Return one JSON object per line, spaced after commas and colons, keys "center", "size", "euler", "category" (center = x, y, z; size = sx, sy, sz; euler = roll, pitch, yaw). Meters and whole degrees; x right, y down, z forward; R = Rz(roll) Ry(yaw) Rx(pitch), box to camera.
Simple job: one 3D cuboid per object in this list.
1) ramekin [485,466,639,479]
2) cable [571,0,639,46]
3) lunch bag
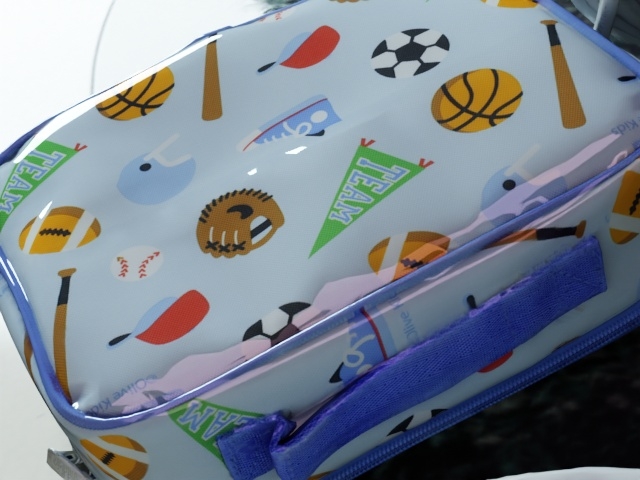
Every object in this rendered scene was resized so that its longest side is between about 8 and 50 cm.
{"center": [0.069, 0.200, 0.375], "size": [0.273, 0.127, 0.273], "euler": [-13, 40, 11], "category": "ramekin"}
{"center": [0.223, -0.154, 0.615], "size": [0.257, 0.257, 0.089], "euler": [-4, 70, 13], "category": "cable"}
{"center": [0.000, 0.000, 0.654], "size": [0.303, 0.115, 0.243], "euler": [-29, 41, -8], "category": "lunch bag"}
